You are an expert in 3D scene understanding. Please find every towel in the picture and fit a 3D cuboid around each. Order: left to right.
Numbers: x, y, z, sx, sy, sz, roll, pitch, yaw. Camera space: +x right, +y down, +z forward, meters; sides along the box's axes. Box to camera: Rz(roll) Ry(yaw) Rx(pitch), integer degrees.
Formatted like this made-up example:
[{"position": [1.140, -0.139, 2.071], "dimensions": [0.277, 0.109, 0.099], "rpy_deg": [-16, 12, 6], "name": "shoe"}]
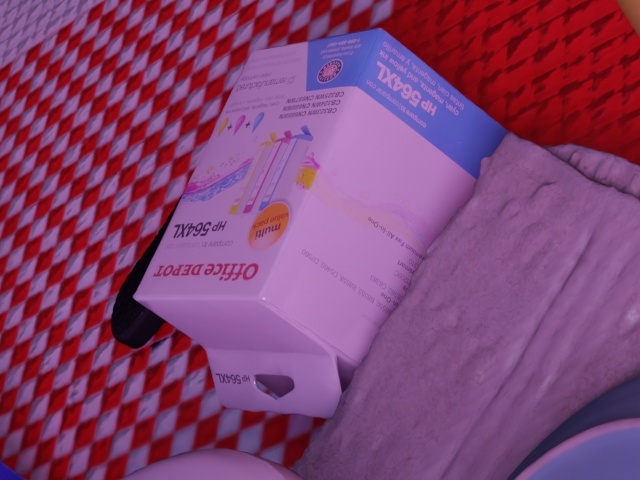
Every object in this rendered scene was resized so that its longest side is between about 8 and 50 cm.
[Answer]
[{"position": [0.054, 0.097, 0.656], "dimensions": [0.282, 0.049, 0.187], "rpy_deg": [-56, 30, -2], "name": "towel"}]

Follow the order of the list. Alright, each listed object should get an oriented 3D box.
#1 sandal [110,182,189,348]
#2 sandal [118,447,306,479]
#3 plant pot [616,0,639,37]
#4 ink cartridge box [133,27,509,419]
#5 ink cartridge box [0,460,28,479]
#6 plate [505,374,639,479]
[{"position": [-0.041, -0.013, 0.904], "dimensions": [0.179, 0.040, 0.067], "rpy_deg": [-52, 23, 31], "name": "sandal"}, {"position": [-0.106, 0.251, 0.642], "dimensions": [0.416, 0.102, 0.169], "rpy_deg": [-57, 37, 8], "name": "sandal"}, {"position": [0.219, -0.060, 0.428], "dimensions": [0.254, 0.254, 0.239], "rpy_deg": [-41, 50, 19], "name": "plant pot"}, {"position": [0.000, 0.000, 0.778], "dimensions": [0.092, 0.090, 0.143], "rpy_deg": [-3, 56, 51], "name": "ink cartridge box"}, {"position": [-0.297, 0.161, 0.809], "dimensions": [0.151, 0.270, 0.395], "rpy_deg": [-20, 37, 47], "name": "ink cartridge box"}, {"position": [0.075, 0.110, 0.526], "dimensions": [0.188, 0.024, 0.188], "rpy_deg": [-41, 29, 29], "name": "plate"}]
